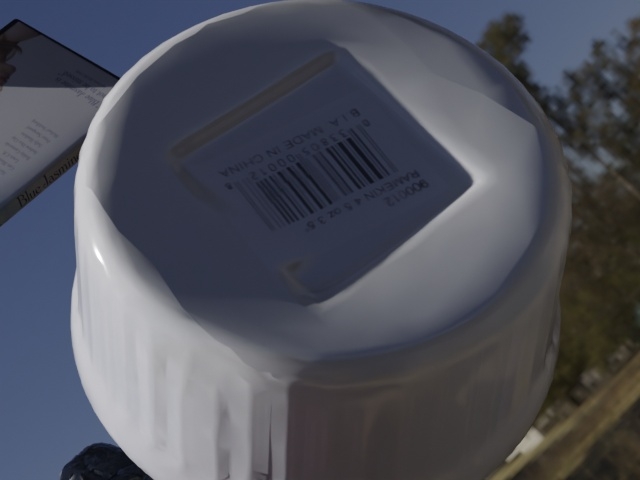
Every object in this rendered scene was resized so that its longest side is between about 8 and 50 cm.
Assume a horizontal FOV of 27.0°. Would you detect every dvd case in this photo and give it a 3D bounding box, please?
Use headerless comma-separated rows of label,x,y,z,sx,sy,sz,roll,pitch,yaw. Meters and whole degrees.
dvd case,-0.310,-0.095,1.221,0.253,0.180,0.022,-45,-29,-26

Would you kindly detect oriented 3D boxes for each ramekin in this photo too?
ramekin,0.000,0.000,0.707,0.277,0.277,0.135,-40,-26,-27

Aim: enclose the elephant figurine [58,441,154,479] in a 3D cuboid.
elephant figurine,-0.097,0.256,0.875,0.169,0.239,0.186,-42,25,-19
